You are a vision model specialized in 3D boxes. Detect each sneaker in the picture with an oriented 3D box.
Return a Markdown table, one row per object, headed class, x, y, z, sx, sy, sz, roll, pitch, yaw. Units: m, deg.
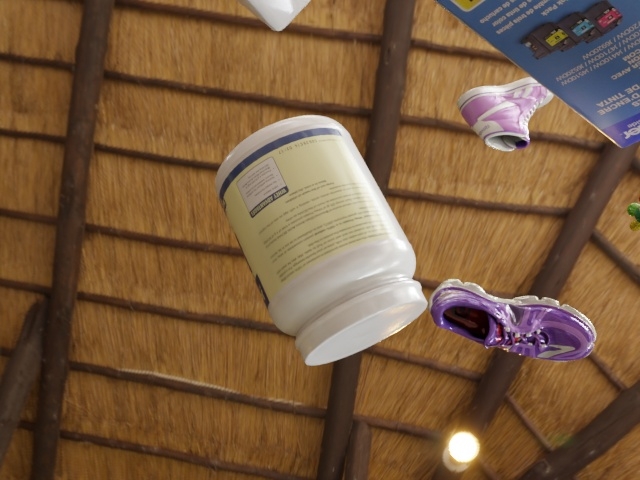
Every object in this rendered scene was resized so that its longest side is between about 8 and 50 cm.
| class | x | y | z | sx | sy | sz | roll | pitch | yaw |
| --- | --- | --- | --- | --- | --- | --- | --- | --- | --- |
| sneaker | 0.192 | 0.093 | 0.657 | 0.169 | 0.068 | 0.071 | 12 | -161 | 10 |
| sneaker | 0.459 | -0.282 | 1.497 | 0.282 | 0.102 | 0.161 | -17 | -114 | -26 |

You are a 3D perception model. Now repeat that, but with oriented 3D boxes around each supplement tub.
| class | x | y | z | sx | sy | sz | roll | pitch | yaw |
| --- | --- | --- | --- | --- | --- | --- | --- | --- | --- |
| supplement tub | 0.000 | 0.000 | 0.986 | 0.235 | 0.235 | 0.325 | -21 | -111 | -14 |

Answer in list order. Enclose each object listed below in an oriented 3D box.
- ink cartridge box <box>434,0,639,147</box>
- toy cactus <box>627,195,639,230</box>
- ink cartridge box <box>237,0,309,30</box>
| class | x | y | z | sx | sy | sz | roll | pitch | yaw |
| --- | --- | --- | --- | --- | --- | --- | --- | --- | --- |
| ink cartridge box | 0.266 | -0.277 | 0.616 | 0.395 | 0.151 | 0.270 | 25 | -123 | -33 |
| toy cactus | 0.668 | -0.027 | 1.234 | 0.112 | 0.180 | 0.219 | -39 | -137 | 20 |
| ink cartridge box | -0.137 | -0.339 | 0.342 | 0.166 | 0.395 | 0.285 | -45 | -132 | 6 |
